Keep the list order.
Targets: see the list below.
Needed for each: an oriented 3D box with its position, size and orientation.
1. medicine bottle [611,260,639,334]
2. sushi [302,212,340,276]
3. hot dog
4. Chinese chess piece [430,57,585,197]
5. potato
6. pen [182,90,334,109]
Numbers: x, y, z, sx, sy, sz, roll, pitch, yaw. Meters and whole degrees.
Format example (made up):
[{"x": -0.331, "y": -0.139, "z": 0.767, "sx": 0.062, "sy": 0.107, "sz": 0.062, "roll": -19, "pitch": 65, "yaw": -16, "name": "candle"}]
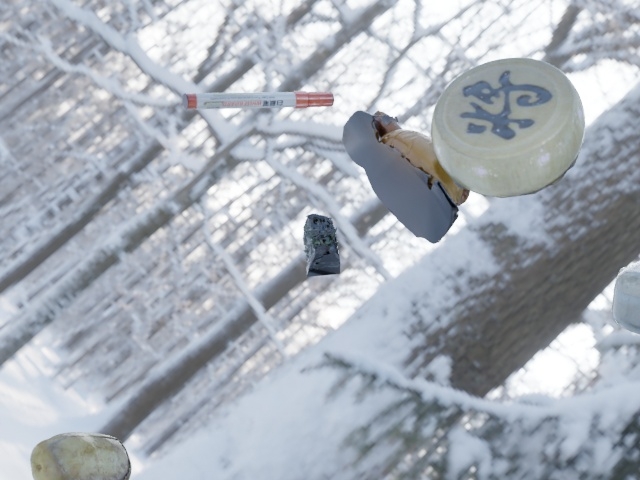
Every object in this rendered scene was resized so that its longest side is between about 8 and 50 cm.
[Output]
[{"x": 0.672, "y": 0.094, "z": 1.839, "sx": 0.282, "sy": 0.375, "sz": 0.123, "roll": 15, "pitch": -72, "yaw": 33, "name": "medicine bottle"}, {"x": 0.000, "y": 0.000, "z": 1.746, "sx": 0.083, "sy": 0.056, "sz": 0.085, "roll": -101, "pitch": -171, "yaw": -49, "name": "sushi"}, {"x": 0.180, "y": -0.142, "z": 1.982, "sx": 0.326, "sy": 0.107, "sz": 0.194, "roll": 58, "pitch": -30, "yaw": 24, "name": "hot dog"}, {"x": 0.313, "y": -0.191, "z": 1.783, "sx": 0.257, "sy": 0.257, "sz": 0.104, "roll": 37, "pitch": -18, "yaw": 38, "name": "Chinese chess piece"}, {"x": -0.362, "y": 0.344, "z": 1.620, "sx": 0.170, "sy": 0.080, "sz": 0.107, "roll": 13, "pitch": 43, "yaw": -52, "name": "potato"}, {"x": -0.094, "y": -0.217, "z": 1.643, "sx": 0.028, "sy": 0.239, "sz": 0.028, "roll": 177, "pitch": -90, "yaw": -70, "name": "pen"}]
